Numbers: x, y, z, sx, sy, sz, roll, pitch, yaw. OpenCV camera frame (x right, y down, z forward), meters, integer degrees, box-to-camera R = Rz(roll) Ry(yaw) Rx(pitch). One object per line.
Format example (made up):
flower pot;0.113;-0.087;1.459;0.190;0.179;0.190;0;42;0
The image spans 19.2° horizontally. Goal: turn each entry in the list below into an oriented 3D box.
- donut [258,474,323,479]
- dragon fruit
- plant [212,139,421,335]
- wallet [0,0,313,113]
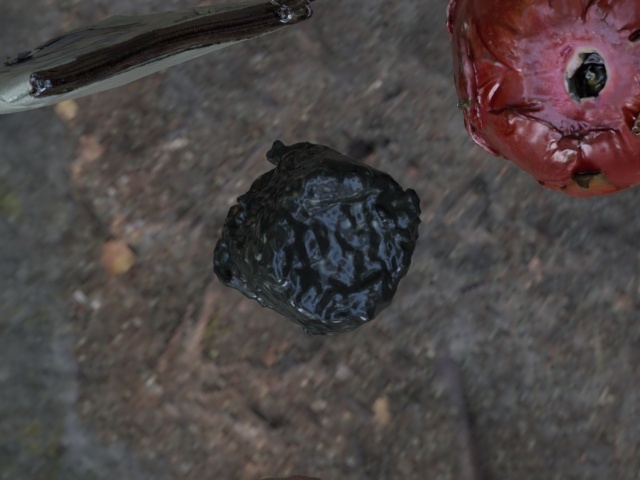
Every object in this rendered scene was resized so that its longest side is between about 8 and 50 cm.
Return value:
donut;-0.045;0.376;2.044;0.199;0.085;0.233;-24;85;2
dragon fruit;0.206;-0.153;1.428;0.241;0.252;0.241;0;93;-8
plant;0.000;0.000;1.404;0.142;0.203;0.131;27;82;-16
wallet;-0.185;-0.184;1.795;0.275;0.335;0.068;-8;103;57
